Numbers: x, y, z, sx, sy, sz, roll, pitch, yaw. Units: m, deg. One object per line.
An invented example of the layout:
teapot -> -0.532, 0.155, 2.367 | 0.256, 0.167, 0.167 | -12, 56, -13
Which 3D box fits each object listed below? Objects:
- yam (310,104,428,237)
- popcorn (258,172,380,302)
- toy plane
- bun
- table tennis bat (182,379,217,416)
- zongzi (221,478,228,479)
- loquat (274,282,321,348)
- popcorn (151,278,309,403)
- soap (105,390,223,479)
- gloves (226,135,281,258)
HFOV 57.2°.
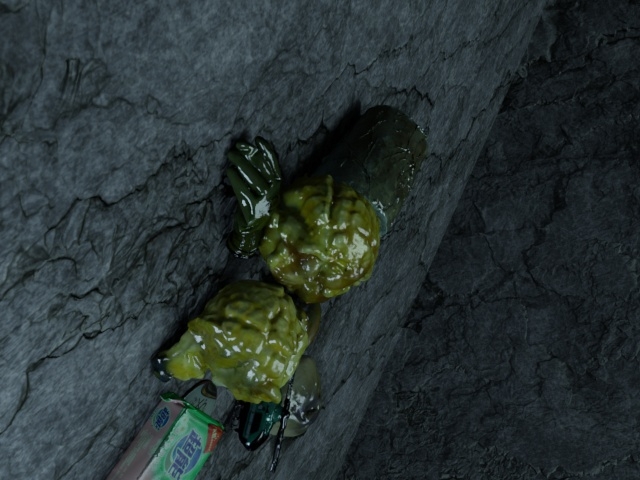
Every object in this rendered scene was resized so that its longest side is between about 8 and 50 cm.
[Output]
yam -> 0.118, -0.169, 1.506 | 0.348, 0.241, 0.241 | -56, 157, -27
popcorn -> 0.004, -0.009, 1.296 | 0.282, 0.282, 0.247 | 88, 2, -49
toy plane -> -0.147, 0.451, 1.682 | 0.106, 0.155, 0.382 | 68, 35, -61
bun -> -0.082, 0.495, 1.844 | 0.273, 0.168, 0.273 | -44, 146, -40
table tennis bat -> -0.348, 0.463, 1.406 | 0.301, 0.022, 0.173 | -50, 151, -35
zongzi -> -0.322, 0.798, 1.787 | 0.109, 0.055, 0.119 | -31, 152, -50
loquat -> -0.086, 0.202, 1.520 | 0.179, 0.179, 0.227 | -20, 135, -60
popcorn -> -0.159, 0.226, 1.276 | 0.237, 0.292, 0.293 | -65, 170, -63
soap -> -0.348, 0.492, 1.296 | 0.273, 0.098, 0.218 | -55, 141, -19
gloves -> -0.137, -0.085, 1.196 | 0.135, 0.107, 0.268 | -88, -176, -57
